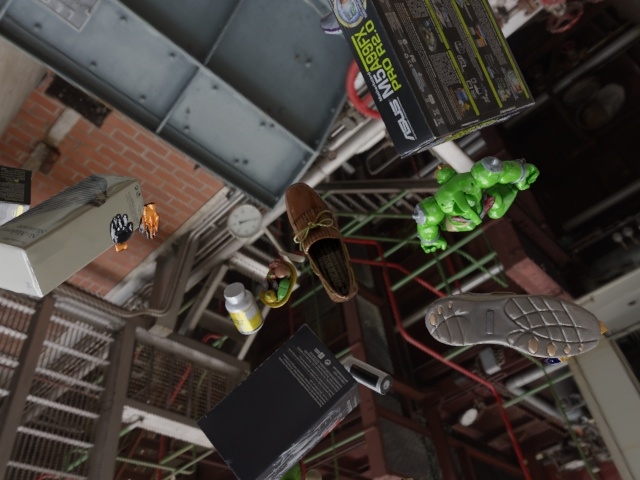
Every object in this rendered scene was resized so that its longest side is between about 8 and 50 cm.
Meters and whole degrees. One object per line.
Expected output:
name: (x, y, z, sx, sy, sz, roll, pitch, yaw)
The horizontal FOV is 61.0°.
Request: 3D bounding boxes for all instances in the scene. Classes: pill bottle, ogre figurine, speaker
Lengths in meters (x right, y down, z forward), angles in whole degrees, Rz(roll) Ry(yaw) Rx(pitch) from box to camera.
pill bottle: (-0.277, 0.240, 1.936, 0.103, 0.103, 0.184, -89, -16, -51)
ogre figurine: (0.215, -0.059, 0.791, 0.118, 0.197, 0.097, 26, -128, -53)
speaker: (0.127, 0.366, 1.477, 0.136, 0.055, 0.055, 18, 178, 43)

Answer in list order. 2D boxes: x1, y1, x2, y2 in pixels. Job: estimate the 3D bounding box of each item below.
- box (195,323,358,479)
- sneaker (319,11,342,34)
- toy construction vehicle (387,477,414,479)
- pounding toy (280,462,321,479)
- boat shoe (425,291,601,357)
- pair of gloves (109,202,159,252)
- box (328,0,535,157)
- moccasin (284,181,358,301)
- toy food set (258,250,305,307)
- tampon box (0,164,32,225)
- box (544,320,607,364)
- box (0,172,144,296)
box: (-0.076, 0.401, 1.279, 0.179, 0.312, 0.343, 46, 168, 21)
sneaker: (0.075, -0.519, 1.178, 0.098, 0.223, 0.083, 50, -122, -38)
toy construction vehicle: (0.171, 0.597, 1.308, 0.086, 0.098, 0.035, 22, -126, -50)
pounding toy: (-0.115, 0.776, 1.677, 0.237, 0.183, 0.110, 30, -166, -31)
boat shoe: (0.377, 0.153, 1.083, 0.116, 0.324, 0.123, -21, -63, -75)
pair of gloves: (-0.299, -0.022, 0.878, 0.083, 0.074, 0.010, -24, -132, -34)
box: (0.127, -0.253, 0.651, 0.216, 0.060, 0.270, -25, -90, -37)
moccasin: (-0.003, 0.001, 1.592, 0.147, 0.139, 0.380, 81, 170, -80)
toy food set: (-0.160, 0.135, 1.979, 0.128, 0.218, 0.071, 21, 176, 30)
tampon box: (-0.892, -0.117, 1.558, 0.101, 0.120, 0.161, 7, -138, -32)
box: (0.546, 0.220, 1.186, 0.028, 0.136, 0.081, 56, 180, 5)
box: (-0.436, -0.021, 0.951, 0.275, 0.113, 0.094, -54, -33, -54)
